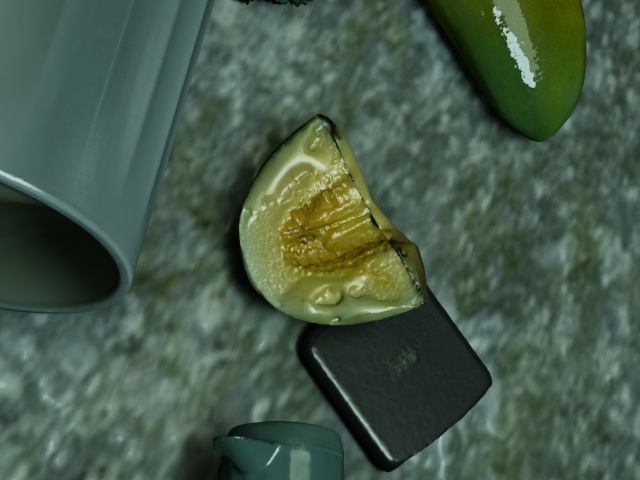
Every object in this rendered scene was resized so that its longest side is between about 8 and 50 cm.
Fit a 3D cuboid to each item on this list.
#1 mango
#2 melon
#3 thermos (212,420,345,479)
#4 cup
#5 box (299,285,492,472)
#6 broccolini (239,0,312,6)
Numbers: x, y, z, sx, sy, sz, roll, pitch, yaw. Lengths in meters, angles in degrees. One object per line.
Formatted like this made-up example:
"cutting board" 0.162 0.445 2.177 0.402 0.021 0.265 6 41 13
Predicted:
"mango" 0.160 -0.206 1.116 0.137 0.091 0.238 -32 95 -27
"melon" 0.000 0.000 0.972 0.128 0.079 0.160 -26 81 -11
"thermos" -0.020 0.263 0.833 0.182 0.144 0.287 35 53 -52
"cup" -0.230 -0.153 0.824 0.322 0.237 0.327 9 67 7
"box" 0.057 0.094 0.995 0.126 0.027 0.125 -35 89 -31
"broccolini" -0.054 -0.375 1.062 0.078 0.074 0.392 1 74 -35
